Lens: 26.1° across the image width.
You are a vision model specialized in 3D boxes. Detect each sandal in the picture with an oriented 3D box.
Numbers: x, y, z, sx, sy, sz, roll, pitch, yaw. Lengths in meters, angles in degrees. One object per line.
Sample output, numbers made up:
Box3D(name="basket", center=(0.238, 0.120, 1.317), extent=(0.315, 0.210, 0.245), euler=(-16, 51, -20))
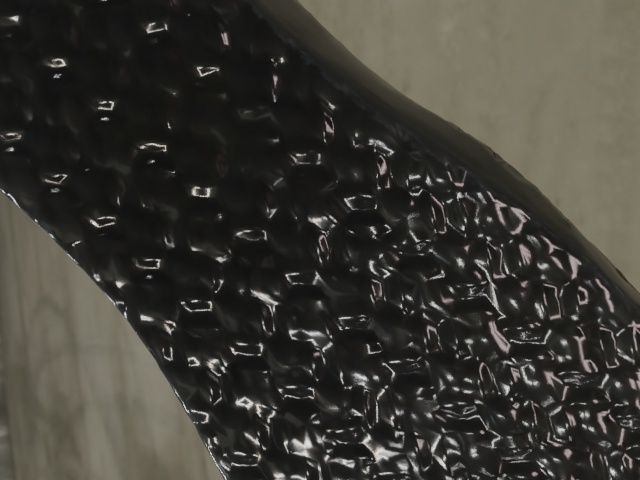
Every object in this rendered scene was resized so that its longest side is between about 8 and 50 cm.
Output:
Box3D(name="sandal", center=(0.001, -0.003, 0.515), extent=(0.445, 0.167, 0.107), euler=(50, -158, 3))
